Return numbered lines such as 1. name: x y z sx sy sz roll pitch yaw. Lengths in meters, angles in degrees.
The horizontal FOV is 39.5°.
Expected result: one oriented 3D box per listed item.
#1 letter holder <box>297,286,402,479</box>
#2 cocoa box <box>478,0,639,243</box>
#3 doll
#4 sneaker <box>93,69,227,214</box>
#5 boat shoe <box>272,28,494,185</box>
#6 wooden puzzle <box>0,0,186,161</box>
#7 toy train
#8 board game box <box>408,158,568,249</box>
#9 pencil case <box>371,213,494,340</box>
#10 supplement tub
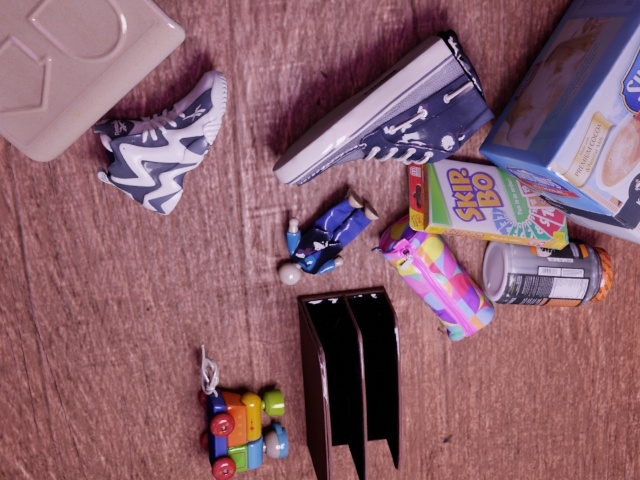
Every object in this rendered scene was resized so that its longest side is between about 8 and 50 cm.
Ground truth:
1. letter holder: 0.059 0.263 1.460 0.152 0.214 0.301 -6 113 -7
2. cocoa box: 0.444 -0.204 1.296 0.228 0.231 0.347 32 92 -19
3. doll: 0.000 0.000 1.434 0.129 0.046 0.189 36 109 -30
4. sneaker: -0.245 -0.163 1.298 0.153 0.094 0.235 22 117 -26
5. boat shoe: 0.103 -0.155 1.341 0.340 0.127 0.158 -37 106 5
6. wooden puzzle: -0.402 -0.305 1.186 0.322 0.080 0.348 -34 120 28
7. toy train: -0.126 0.277 1.503 0.143 0.105 0.248 -7 113 -18
8. board game box: 0.267 -0.061 1.422 0.259 0.124 0.039 6 155 -10
9. pencil case: 0.190 0.061 1.465 0.104 0.104 0.236 -40 114 7
10. supplement tub: 0.377 0.051 1.482 0.190 0.117 0.117 3 112 -12
